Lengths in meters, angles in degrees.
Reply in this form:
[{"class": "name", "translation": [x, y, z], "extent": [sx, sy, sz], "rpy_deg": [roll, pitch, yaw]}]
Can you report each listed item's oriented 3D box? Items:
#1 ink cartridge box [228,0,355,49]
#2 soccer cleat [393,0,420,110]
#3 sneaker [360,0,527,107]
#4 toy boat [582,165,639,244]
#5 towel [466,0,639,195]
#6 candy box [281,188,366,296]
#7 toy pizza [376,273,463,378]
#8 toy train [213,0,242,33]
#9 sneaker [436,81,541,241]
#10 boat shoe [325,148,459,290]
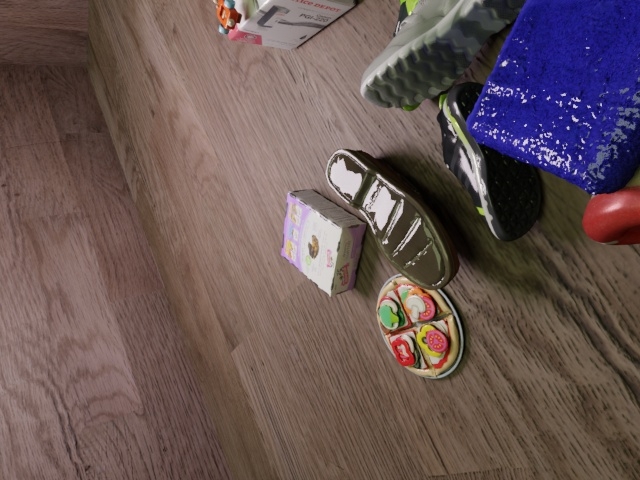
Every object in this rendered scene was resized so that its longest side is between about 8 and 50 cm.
[{"class": "ink cartridge box", "translation": [-0.063, -0.451, 0.799], "extent": [0.218, 0.159, 0.092], "rpy_deg": [-5, 93, 54]}, {"class": "soccer cleat", "translation": [0.143, -0.296, 0.668], "extent": [0.072, 0.060, 0.178], "rpy_deg": [-145, 55, -60]}, {"class": "sneaker", "translation": [0.167, -0.296, 0.582], "extent": [0.281, 0.105, 0.115], "rpy_deg": [-35, 54, 28]}, {"class": "toy boat", "translation": [0.356, 0.015, 0.374], "extent": [0.231, 0.151, 0.150], "rpy_deg": [26, 101, 48]}, {"class": "towel", "translation": [0.261, -0.216, 0.403], "extent": [0.227, 0.077, 0.307], "rpy_deg": [-111, 35, -64]}, {"class": "candy box", "translation": [0.000, 0.000, 0.933], "extent": [0.196, 0.070, 0.164], "rpy_deg": [37, 128, 42]}, {"class": "toy pizza", "translation": [0.171, 0.160, 0.786], "extent": [0.201, 0.032, 0.201], "rpy_deg": [21, 118, 49]}, {"class": "toy train", "translation": [-0.152, -0.461, 0.747], "extent": [0.125, 0.046, 0.166], "rpy_deg": [56, 139, 30]}, {"class": "sneaker", "translation": [0.230, -0.110, 0.606], "extent": [0.097, 0.084, 0.234], "rpy_deg": [138, 117, -77]}, {"class": "boat shoe", "translation": [0.135, -0.052, 0.713], "extent": [0.307, 0.105, 0.110], "rpy_deg": [56, 130, 28]}]
